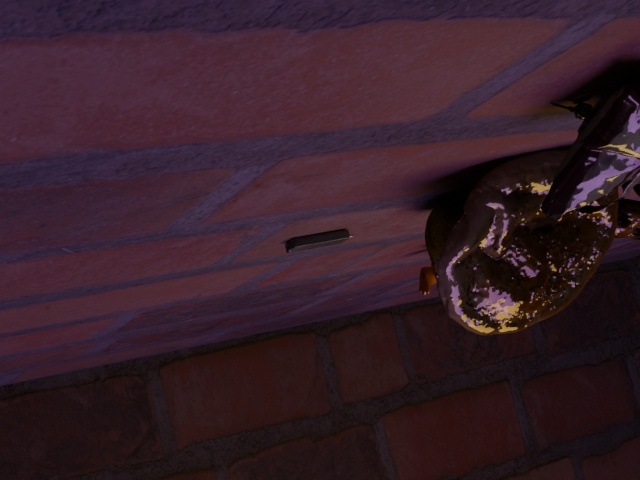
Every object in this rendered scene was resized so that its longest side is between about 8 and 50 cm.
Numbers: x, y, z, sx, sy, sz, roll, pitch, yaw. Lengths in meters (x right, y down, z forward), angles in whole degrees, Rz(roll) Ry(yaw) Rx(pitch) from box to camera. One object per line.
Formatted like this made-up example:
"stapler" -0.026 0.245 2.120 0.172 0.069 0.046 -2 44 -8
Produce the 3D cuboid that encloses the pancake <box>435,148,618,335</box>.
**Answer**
"pancake" 0.361 0.010 1.656 0.386 0.082 0.387 -18 128 -24

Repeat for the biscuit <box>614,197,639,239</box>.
"biscuit" 0.566 -0.046 1.900 0.334 0.081 0.289 3 -172 -21

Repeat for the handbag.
"handbag" 0.410 -0.136 1.271 0.213 0.127 0.235 -25 155 -34

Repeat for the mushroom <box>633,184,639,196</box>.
"mushroom" 0.649 -0.138 1.800 0.116 0.093 0.225 -32 163 -6

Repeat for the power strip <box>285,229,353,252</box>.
"power strip" 0.000 0.000 1.815 0.136 0.019 0.051 -10 168 -23

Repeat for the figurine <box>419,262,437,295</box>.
"figurine" 0.423 0.067 2.382 0.343 0.187 0.215 -5 177 -18

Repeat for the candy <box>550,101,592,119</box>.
"candy" 0.332 -0.176 1.288 0.083 0.023 0.025 6 -162 -42

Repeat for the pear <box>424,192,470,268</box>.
"pear" 0.289 0.005 1.778 0.197 0.197 0.197 -14 171 -2
